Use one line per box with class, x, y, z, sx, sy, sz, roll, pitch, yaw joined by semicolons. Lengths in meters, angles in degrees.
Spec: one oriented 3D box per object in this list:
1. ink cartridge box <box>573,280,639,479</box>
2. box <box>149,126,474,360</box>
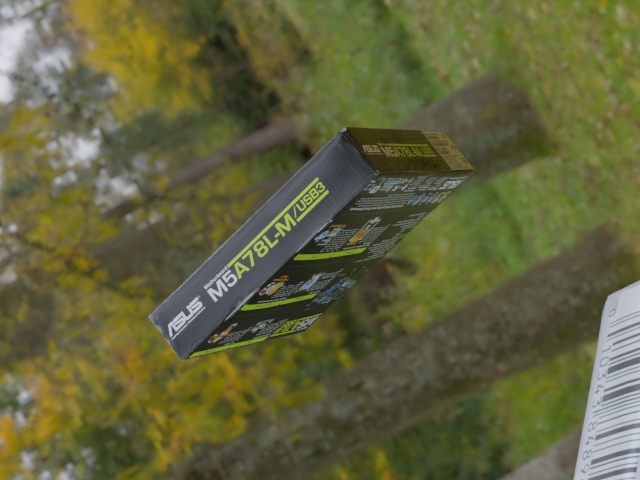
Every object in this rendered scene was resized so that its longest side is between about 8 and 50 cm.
ink cartridge box;0.247;0.219;0.668;0.330;0.324;0.071;22;154;-16
box;0.000;0.000;1.029;0.045;0.184;0.190;53;-158;13
